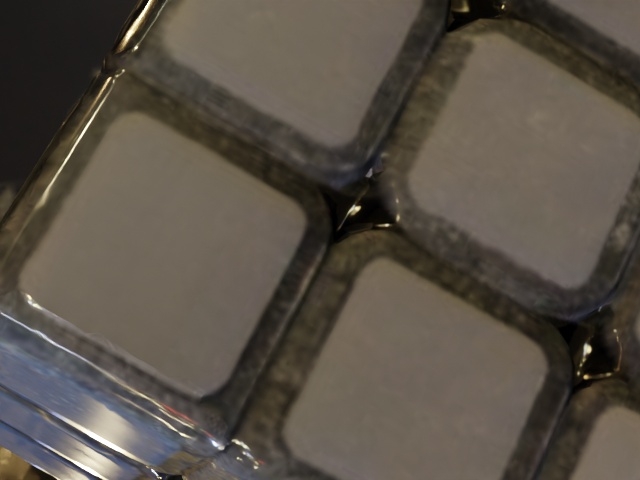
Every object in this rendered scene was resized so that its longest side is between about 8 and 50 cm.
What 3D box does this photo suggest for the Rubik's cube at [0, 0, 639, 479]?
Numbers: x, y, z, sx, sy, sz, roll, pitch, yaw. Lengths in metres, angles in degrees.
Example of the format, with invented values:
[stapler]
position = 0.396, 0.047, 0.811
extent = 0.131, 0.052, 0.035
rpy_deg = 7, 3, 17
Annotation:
[Rubik's cube]
position = 0.039, 0.009, 0.618
extent = 0.303, 0.305, 0.301
rpy_deg = -63, 7, -20

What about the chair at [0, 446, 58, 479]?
[chair]
position = -0.264, 0.178, 1.211
extent = 0.166, 0.188, 0.272
rpy_deg = -65, -28, -30
